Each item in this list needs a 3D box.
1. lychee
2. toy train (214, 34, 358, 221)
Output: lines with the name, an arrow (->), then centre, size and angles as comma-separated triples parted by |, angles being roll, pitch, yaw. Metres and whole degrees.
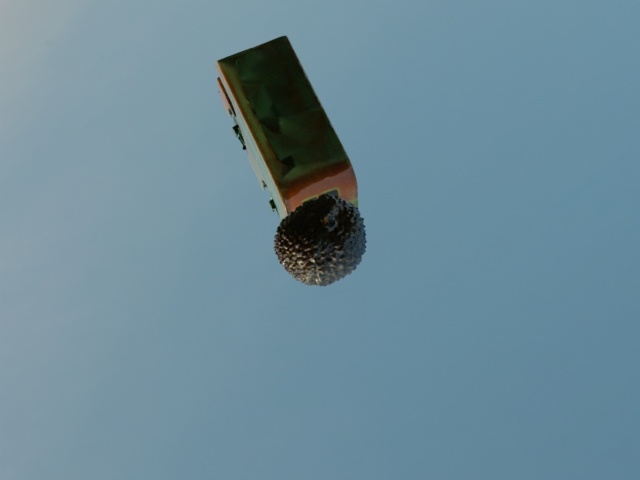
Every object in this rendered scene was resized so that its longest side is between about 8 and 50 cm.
lychee -> 0.000, 0.000, 0.963 | 0.067, 0.083, 0.068 | 4, -112, 5
toy train -> -0.026, -0.084, 1.122 | 0.072, 0.099, 0.188 | -21, -116, -12
